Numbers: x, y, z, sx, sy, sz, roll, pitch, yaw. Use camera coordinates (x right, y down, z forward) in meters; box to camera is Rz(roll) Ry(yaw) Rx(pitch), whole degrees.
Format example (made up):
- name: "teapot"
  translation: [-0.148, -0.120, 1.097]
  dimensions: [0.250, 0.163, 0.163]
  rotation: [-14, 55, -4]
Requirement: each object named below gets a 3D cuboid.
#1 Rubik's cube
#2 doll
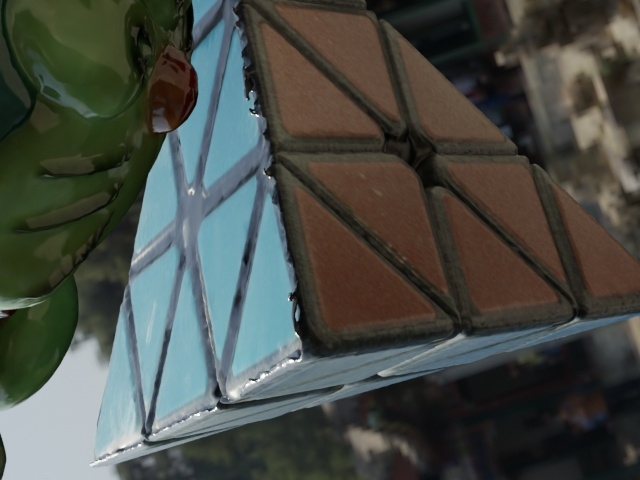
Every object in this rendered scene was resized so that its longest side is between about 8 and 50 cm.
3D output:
- name: "Rubik's cube"
  translation: [0.001, -0.001, 0.844]
  dimensions: [0.228, 0.229, 0.233]
  rotation: [21, 148, 33]
- name: "doll"
  translation: [-0.150, -0.033, 0.619]
  dimensions: [0.198, 0.186, 0.322]
  rotation: [-71, 6, -49]
